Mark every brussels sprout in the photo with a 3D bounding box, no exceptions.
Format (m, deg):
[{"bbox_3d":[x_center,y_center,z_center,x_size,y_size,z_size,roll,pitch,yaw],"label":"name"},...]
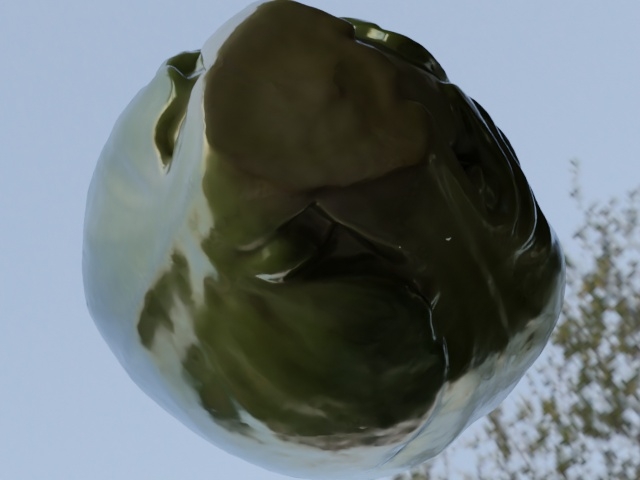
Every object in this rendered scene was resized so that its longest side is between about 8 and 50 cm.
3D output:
[{"bbox_3d":[-0.006,0.000,0.960,0.281,0.289,0.354,-38,-23,-17],"label":"brussels sprout"}]
